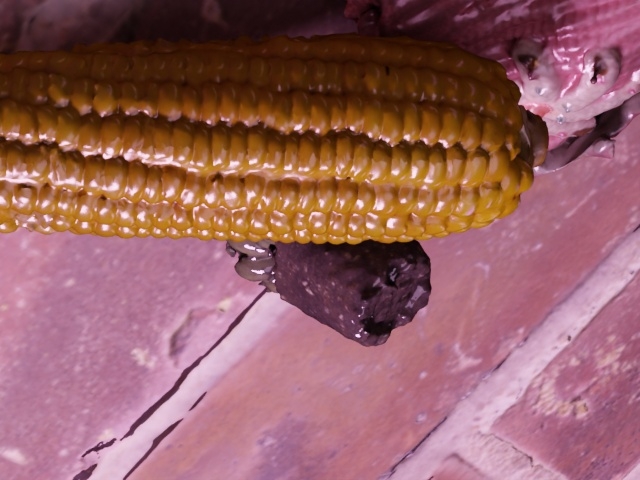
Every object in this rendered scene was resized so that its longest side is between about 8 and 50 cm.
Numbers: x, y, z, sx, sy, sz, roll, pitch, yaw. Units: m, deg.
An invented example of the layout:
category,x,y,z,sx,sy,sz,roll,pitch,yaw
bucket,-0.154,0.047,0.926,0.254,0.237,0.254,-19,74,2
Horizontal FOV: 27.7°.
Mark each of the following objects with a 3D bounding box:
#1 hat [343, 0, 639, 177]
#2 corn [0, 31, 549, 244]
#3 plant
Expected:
category,x,y,z,sx,sy,sz,roll,pitch,yaw
hat,0.160,-0.132,0.806,0.286,0.107,0.236,-22,142,-5
corn,-0.052,-0.056,0.710,0.363,0.120,0.120,0,126,-11
plant,0.000,0.000,0.806,0.092,0.143,0.094,-40,144,-21
